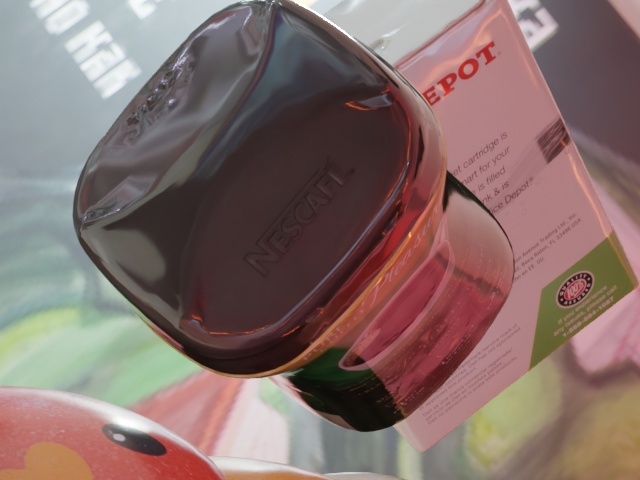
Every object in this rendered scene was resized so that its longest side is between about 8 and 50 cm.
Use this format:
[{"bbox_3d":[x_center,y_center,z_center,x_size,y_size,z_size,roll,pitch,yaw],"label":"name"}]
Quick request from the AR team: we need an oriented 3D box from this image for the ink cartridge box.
[{"bbox_3d":[0.053,-0.019,0.772,0.219,0.160,0.092,58,-7,-36],"label":"ink cartridge box"}]

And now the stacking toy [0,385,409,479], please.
[{"bbox_3d":[-0.174,0.147,0.500,0.480,0.350,0.351,39,-13,-30],"label":"stacking toy"}]

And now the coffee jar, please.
[{"bbox_3d":[0.000,0.000,0.435,0.079,0.096,0.184,40,-1,19],"label":"coffee jar"}]
